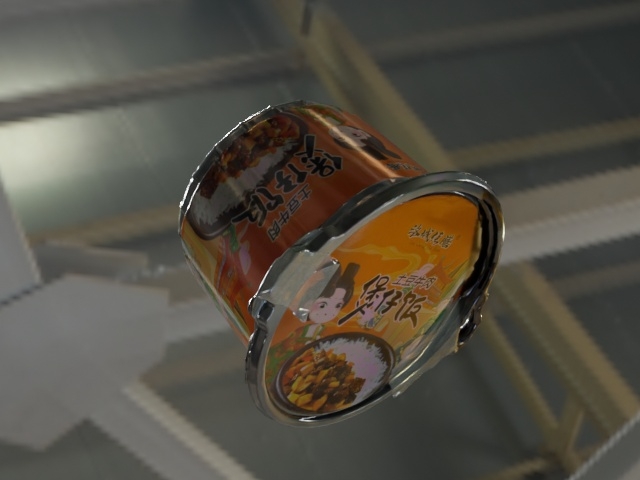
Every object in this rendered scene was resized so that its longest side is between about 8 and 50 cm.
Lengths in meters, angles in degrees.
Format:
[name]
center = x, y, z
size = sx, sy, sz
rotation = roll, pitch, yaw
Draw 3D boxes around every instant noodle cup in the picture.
[instant noodle cup]
center = 0.000, 0.000, 1.042
size = 0.177, 0.208, 0.125
rotation = -43, -122, -1
